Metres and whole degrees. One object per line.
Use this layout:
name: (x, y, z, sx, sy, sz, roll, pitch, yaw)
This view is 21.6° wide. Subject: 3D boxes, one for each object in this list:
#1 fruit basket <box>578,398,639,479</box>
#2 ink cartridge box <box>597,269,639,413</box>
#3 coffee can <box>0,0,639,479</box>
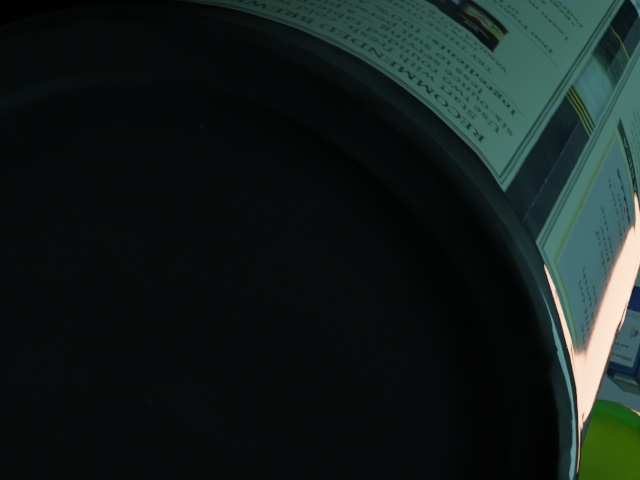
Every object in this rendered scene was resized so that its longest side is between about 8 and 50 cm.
fruit basket: (0.003, 0.225, 0.582, 0.392, 0.283, 0.392, 4, 90, -82)
ink cartridge box: (0.170, 0.070, 1.134, 0.093, 0.154, 0.212, 104, 11, -54)
coffee can: (0.000, 0.000, 0.530, 0.275, 0.201, 0.201, -48, 151, -65)
